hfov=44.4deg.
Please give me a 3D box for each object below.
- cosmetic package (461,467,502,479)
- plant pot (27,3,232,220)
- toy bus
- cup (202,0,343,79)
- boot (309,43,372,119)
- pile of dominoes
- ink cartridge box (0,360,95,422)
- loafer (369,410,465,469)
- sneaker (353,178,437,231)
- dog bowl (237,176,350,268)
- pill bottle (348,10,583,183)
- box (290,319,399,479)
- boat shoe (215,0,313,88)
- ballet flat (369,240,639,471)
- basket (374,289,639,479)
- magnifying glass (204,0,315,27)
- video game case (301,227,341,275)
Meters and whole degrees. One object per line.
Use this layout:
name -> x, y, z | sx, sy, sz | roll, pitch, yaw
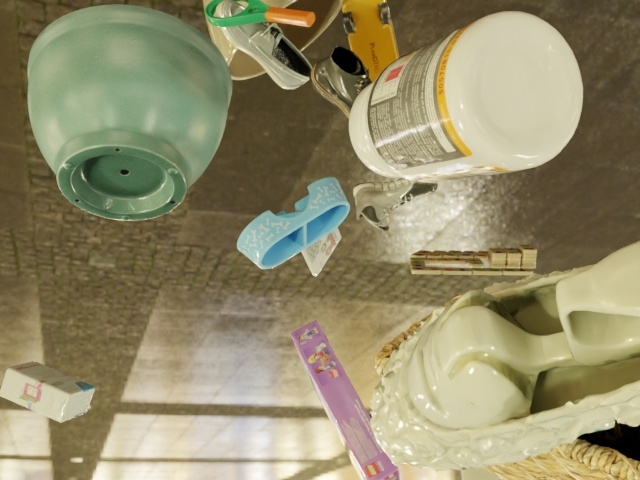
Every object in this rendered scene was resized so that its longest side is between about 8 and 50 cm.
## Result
cosmetic package -> 0.370, 0.440, 1.800 | 0.113, 0.310, 0.160 | -7, -178, 10
plant pot -> -0.272, -0.153, 1.105 | 0.292, 0.196, 0.293 | -3, 147, -2
toy bus -> 0.139, -0.423, 1.882 | 0.108, 0.333, 0.130 | -11, -162, 12
cup -> -0.144, -0.569, 1.827 | 0.331, 0.237, 0.331 | -34, 174, -4
boot -> 0.079, -0.247, 1.320 | 0.197, 0.077, 0.137 | 28, 169, -9
pile of dominoes -> 0.305, 0.028, 1.592 | 0.251, 0.040, 0.196 | 1, -168, 2
ink cartridge box -> -0.454, 0.250, 1.304 | 0.122, 0.052, 0.088 | 21, -178, 11
loafer -> 0.195, 0.364, 1.487 | 0.220, 0.078, 0.080 | 23, 180, 5
sneaker -> 0.197, -0.088, 2.050 | 0.228, 0.132, 0.086 | -6, 163, 23
dog bowl -> -0.056, -0.035, 1.875 | 0.297, 0.074, 0.166 | -32, 158, -16
pill bottle -> 0.148, -0.148, 0.895 | 0.162, 0.162, 0.278 | 9, 176, -23
box -> 0.046, 0.306, 1.377 | 0.057, 0.293, 0.201 | -27, 152, -7
boat shoe -> -0.100, -0.385, 1.513 | 0.081, 0.079, 0.227 | -11, 138, 47
ballet flat -> 0.173, 0.063, 0.552 | 0.408, 0.147, 0.147 | -25, 148, 34
basket -> 0.250, 0.138, 0.790 | 0.299, 0.213, 0.223 | 18, 155, 42
magnifying glass -> -0.114, -0.418, 1.442 | 0.230, 0.092, 0.026 | 15, 144, 30
video game case -> 0.000, 0.000, 2.143 | 0.019, 0.143, 0.157 | 19, 153, 28
